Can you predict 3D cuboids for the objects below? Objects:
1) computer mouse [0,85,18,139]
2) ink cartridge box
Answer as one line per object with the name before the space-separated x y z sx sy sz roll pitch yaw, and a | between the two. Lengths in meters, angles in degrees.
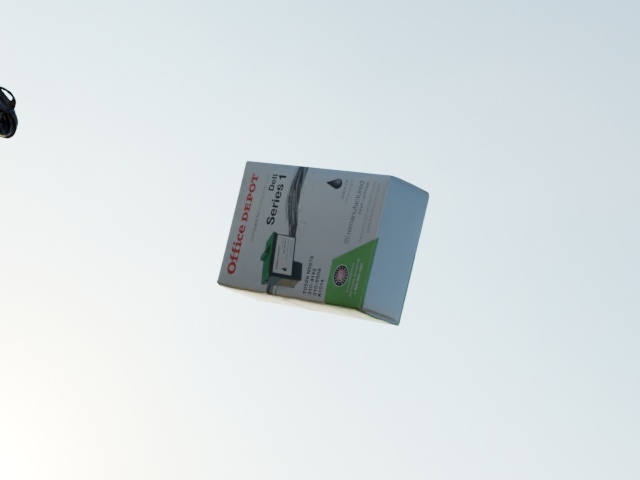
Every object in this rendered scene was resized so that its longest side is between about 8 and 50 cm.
computer mouse | -0.569 -0.166 2.406 0.072 0.272 0.188 13 -43 27
ink cartridge box | 0.000 0.000 1.878 0.219 0.160 0.092 7 -9 38
